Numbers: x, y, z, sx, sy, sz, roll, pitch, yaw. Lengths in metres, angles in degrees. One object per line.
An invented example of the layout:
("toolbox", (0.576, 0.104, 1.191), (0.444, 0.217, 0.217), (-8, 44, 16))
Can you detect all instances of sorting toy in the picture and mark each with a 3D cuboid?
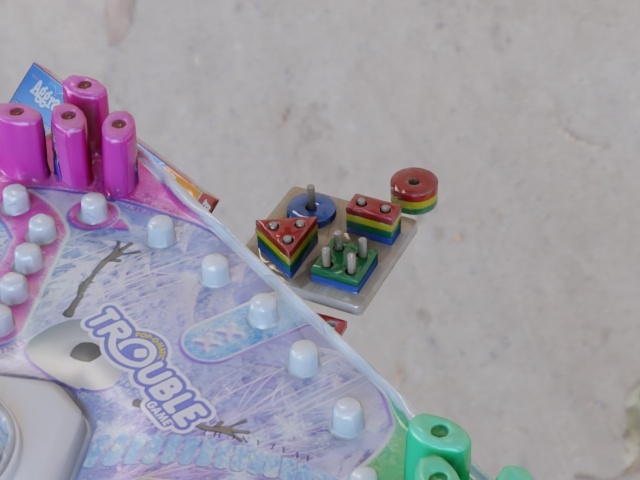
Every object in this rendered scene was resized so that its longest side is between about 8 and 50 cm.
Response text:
("sorting toy", (0.000, 0.000, 1.359), (0.132, 0.274, 0.046), (16, 133, 20))

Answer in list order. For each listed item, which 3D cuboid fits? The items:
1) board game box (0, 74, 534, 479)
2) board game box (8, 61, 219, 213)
("board game box", (-0.168, 0.089, 0.628), (0.390, 0.390, 0.050), (41, 145, 39))
("board game box", (-0.214, -0.041, 1.327), (0.281, 0.027, 0.145), (37, 97, 40))
